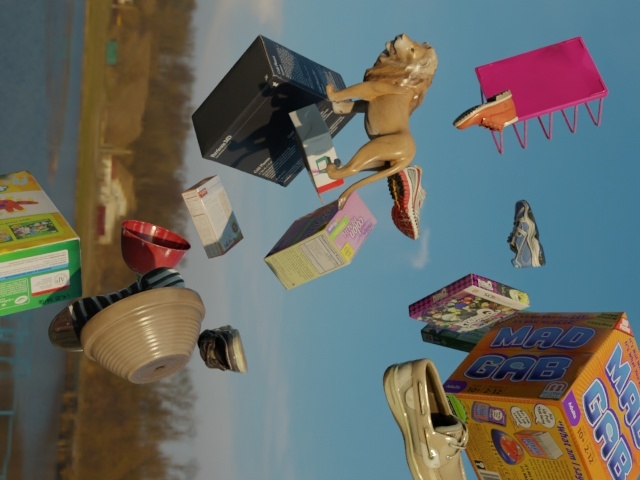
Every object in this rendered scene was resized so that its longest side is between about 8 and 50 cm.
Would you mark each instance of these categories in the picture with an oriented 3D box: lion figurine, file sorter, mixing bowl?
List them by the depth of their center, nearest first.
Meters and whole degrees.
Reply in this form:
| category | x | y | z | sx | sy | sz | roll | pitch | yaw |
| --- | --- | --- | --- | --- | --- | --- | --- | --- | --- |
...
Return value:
| category | x | y | z | sx | sy | sz | roll | pitch | yaw |
| --- | --- | --- | --- | --- | --- | --- | --- | --- | --- |
| lion figurine | 0.137 | -0.249 | 1.798 | 0.142 | 0.240 | 0.392 | 64 | 23 | -64 |
| mixing bowl | -0.421 | 0.030 | 2.113 | 0.181 | 0.181 | 0.098 | -129 | -121 | -68 |
| file sorter | 0.589 | -0.377 | 2.292 | 0.182 | 0.291 | 0.202 | 66 | 10 | -58 |

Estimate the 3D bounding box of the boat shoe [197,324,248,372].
| category | x | y | z | sx | sy | sz | roll | pitch | yaw |
| --- | --- | --- | --- | --- | --- | --- | --- | --- | --- |
| boat shoe | -0.222 | 0.245 | 1.895 | 0.285 | 0.092 | 0.103 | -166 | -115 | -76 |

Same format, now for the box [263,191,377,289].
| category | x | y | z | sx | sy | sz | roll | pitch | yaw |
| --- | --- | --- | --- | --- | --- | --- | --- | --- | --- |
| box | 0.000 | 0.000 | 2.356 | 0.243 | 0.117 | 0.213 | -24 | -161 | 39 |

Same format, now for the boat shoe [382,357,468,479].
| category | x | y | z | sx | sy | sz | roll | pitch | yaw |
| --- | --- | --- | --- | --- | --- | --- | --- | --- | --- |
| boat shoe | 0.214 | 0.359 | 1.548 | 0.098 | 0.109 | 0.302 | -21 | -89 | 36 |

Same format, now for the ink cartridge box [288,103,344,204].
| category | x | y | z | sx | sy | sz | roll | pitch | yaw |
| --- | --- | --- | --- | --- | --- | --- | --- | --- | --- |
| ink cartridge box | -0.005 | -0.221 | 2.219 | 0.231 | 0.078 | 0.134 | 71 | -4 | -46 |

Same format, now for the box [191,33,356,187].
| category | x | y | z | sx | sy | sz | roll | pitch | yaw |
| --- | --- | --- | --- | --- | --- | --- | --- | --- | --- |
| box | -0.135 | -0.358 | 2.423 | 0.343 | 0.312 | 0.179 | -43 | -131 | 29 |

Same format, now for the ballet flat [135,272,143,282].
| category | x | y | z | sx | sy | sz | roll | pitch | yaw |
| --- | --- | --- | --- | --- | --- | --- | --- | --- | --- |
| ballet flat | -0.464 | 0.084 | 2.337 | 0.096 | 0.095 | 0.280 | -54 | 163 | -32 |

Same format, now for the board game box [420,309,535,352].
| category | x | y | z | sx | sy | sz | roll | pitch | yaw |
| --- | --- | --- | --- | --- | --- | --- | --- | --- | --- |
| board game box | 0.497 | 0.267 | 2.599 | 0.317 | 0.213 | 0.046 | 10 | -56 | 40 |

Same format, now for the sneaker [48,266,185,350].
| category | x | y | z | sx | sy | sz | roll | pitch | yaw |
| --- | --- | --- | --- | --- | --- | --- | --- | --- | --- |
| sneaker | -0.401 | 0.164 | 1.737 | 0.106 | 0.281 | 0.162 | 62 | -13 | 19 |

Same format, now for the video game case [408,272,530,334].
| category | x | y | z | sx | sy | sz | roll | pitch | yaw |
| --- | --- | --- | --- | --- | --- | --- | --- | --- | --- |
| video game case | 0.379 | 0.167 | 2.185 | 0.232 | 0.210 | 0.042 | -33 | -133 | 44 |

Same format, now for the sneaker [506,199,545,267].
| category | x | y | z | sx | sy | sz | roll | pitch | yaw |
| --- | --- | --- | --- | --- | --- | --- | --- | --- | --- |
| sneaker | 0.510 | -0.019 | 2.160 | 0.211 | 0.081 | 0.080 | -89 | 155 | -42 |

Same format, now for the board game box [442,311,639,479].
| category | x | y | z | sx | sy | sz | roll | pitch | yaw |
| --- | --- | --- | --- | --- | --- | --- | --- | --- | --- |
| board game box | 0.585 | 0.423 | 2.138 | 0.356 | 0.356 | 0.356 | -5 | -63 | 47 |

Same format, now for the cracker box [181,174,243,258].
| category | x | y | z | sx | sy | sz | roll | pitch | yaw |
| --- | --- | --- | --- | --- | --- | --- | --- | --- | --- |
| cracker box | -0.346 | -0.078 | 2.751 | 0.156 | 0.067 | 0.232 | -45 | 119 | -60 |

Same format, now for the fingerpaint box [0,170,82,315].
| category | x | y | z | sx | sy | sz | roll | pitch | yaw |
| --- | --- | --- | --- | --- | --- | --- | --- | --- | --- |
| fingerpaint box | -0.792 | 0.023 | 1.838 | 0.371 | 0.445 | 0.163 | 39 | -47 | 45 |

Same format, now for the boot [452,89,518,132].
| category | x | y | z | sx | sy | sz | roll | pitch | yaw |
| --- | --- | --- | --- | --- | --- | --- | --- | --- | --- |
| boot | 0.384 | -0.279 | 1.968 | 0.084 | 0.158 | 0.059 | 66 | -9 | -12 |

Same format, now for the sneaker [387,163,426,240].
| category | x | y | z | sx | sy | sz | roll | pitch | yaw |
| --- | --- | --- | --- | --- | --- | --- | --- | --- | --- |
| sneaker | 0.242 | -0.097 | 2.232 | 0.088 | 0.093 | 0.225 | 35 | -36 | 43 |

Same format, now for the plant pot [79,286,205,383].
| category | x | y | z | sx | sy | sz | roll | pitch | yaw |
| --- | --- | --- | --- | --- | --- | --- | --- | --- | --- |
| plant pot | -0.317 | 0.192 | 1.583 | 0.109 | 0.237 | 0.237 | 65 | -25 | 23 |
